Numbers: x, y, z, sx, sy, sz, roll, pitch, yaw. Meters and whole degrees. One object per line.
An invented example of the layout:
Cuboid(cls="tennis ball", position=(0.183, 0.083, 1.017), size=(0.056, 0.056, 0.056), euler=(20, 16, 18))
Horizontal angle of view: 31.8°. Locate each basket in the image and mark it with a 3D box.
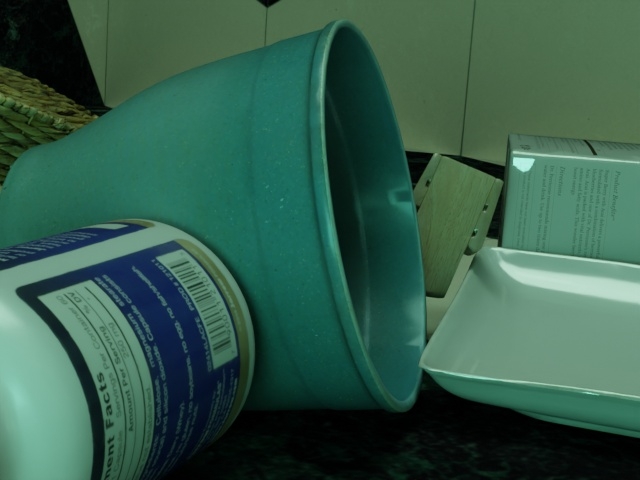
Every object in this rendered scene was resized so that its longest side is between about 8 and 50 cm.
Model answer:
Cuboid(cls="basket", position=(-0.369, -0.069, 1.197), size=(0.213, 0.223, 0.299), euler=(31, 5, 22))

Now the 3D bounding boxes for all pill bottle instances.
Cuboid(cls="pill bottle", position=(-0.154, 0.079, 0.575), size=(0.153, 0.153, 0.264), euler=(8, 12, 22))

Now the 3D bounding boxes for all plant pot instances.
Cuboid(cls="plant pot", position=(-0.078, 0.002, 0.807), size=(0.255, 0.272, 0.271), euler=(-9, 7, 15))

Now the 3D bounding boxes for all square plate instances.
Cuboid(cls="square plate", position=(0.275, 0.089, 0.905), size=(0.347, 0.049, 0.344), euler=(9, 17, 14))

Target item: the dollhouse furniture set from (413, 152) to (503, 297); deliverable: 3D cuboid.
Cuboid(cls="dollhouse furniture set", position=(0.000, 0.000, 1.151), size=(0.286, 0.198, 0.303), euler=(24, -7, 3))

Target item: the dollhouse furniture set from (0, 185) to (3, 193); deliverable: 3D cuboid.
Cuboid(cls="dollhouse furniture set", position=(-0.226, -0.051, 1.071), size=(0.161, 0.101, 0.182), euler=(17, 15, -15))

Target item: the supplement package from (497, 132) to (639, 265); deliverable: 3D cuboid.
Cuboid(cls="supplement package", position=(0.333, -0.006, 1.161), size=(0.293, 0.177, 0.175), euler=(6, 12, 7))
